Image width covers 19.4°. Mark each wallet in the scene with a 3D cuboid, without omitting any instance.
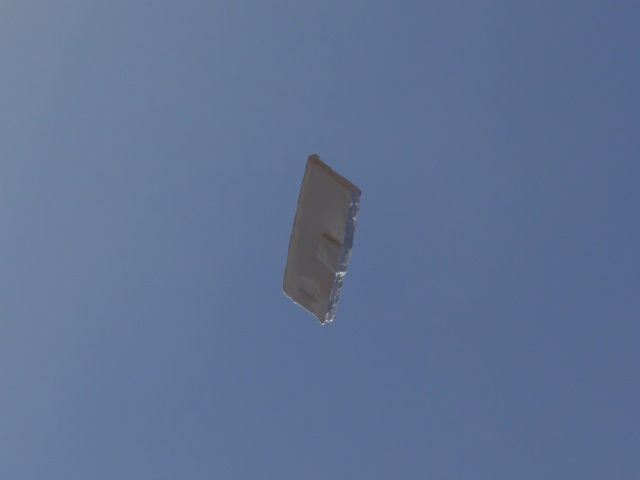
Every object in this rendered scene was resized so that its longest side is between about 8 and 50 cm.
[{"bbox_3d":[0.000,0.000,0.982,0.044,0.011,0.083,39,-52,41],"label":"wallet"}]
